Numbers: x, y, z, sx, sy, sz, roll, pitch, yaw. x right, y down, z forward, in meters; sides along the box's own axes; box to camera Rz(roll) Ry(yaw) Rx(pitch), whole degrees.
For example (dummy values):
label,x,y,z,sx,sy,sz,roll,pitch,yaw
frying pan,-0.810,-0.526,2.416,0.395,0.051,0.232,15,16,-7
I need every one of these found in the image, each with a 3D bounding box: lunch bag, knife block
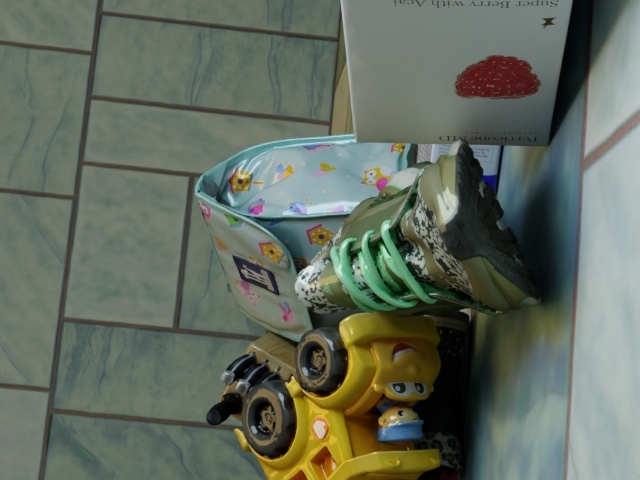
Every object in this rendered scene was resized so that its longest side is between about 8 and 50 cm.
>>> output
label,x,y,z,sx,sy,sz,roll,pitch,yaw
lunch bag,0.000,0.000,1.708,0.223,0.262,0.160,72,-165,-46
knife block,-0.067,0.164,1.719,0.088,0.242,0.276,-60,38,8

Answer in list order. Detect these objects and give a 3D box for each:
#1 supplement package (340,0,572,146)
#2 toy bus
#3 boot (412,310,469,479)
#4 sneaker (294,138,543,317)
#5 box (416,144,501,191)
label,x,y,z,sx,sy,sz,roll,pitch,yaw
supplement package,0.110,-0.216,1.197,0.293,0.178,0.175,79,-167,-67
toy bus,0.044,0.204,1.461,0.220,0.149,0.211,-49,51,33
boot,0.098,0.188,1.612,0.236,0.085,0.178,124,152,-62
sneaker,0.071,0.025,1.311,0.158,0.182,0.410,61,175,0
box,0.148,-0.125,1.543,0.126,0.072,0.137,-105,21,-79
